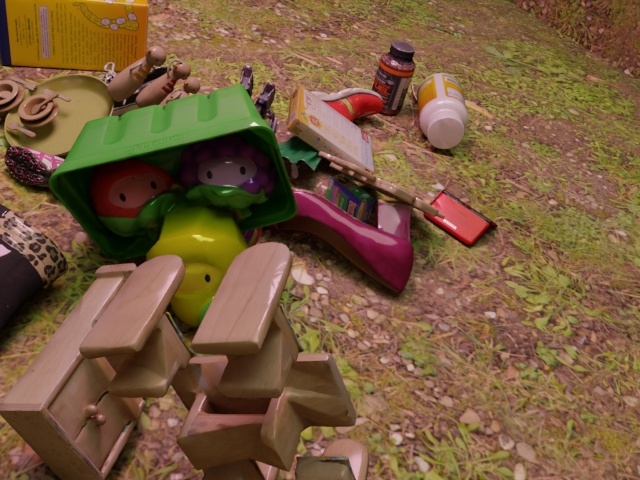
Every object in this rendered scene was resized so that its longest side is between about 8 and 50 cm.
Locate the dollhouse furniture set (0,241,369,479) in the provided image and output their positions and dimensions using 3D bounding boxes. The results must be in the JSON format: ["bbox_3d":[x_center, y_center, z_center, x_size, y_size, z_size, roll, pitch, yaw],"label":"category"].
[{"bbox_3d":[-0.151,0.166,0.781,0.395,0.362,0.256,-6,37,20],"label":"dollhouse furniture set"}]

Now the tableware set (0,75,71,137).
[{"bbox_3d":[-0.652,-0.304,1.301,0.194,0.039,0.128,22,63,20],"label":"tableware set"}]

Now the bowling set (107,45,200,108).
[{"bbox_3d":[-0.323,-0.303,1.380,0.199,0.154,0.287,54,13,3],"label":"bowling set"}]

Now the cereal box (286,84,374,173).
[{"bbox_3d":[0.028,-0.267,1.495,0.240,0.047,0.173,33,34,-23],"label":"cereal box"}]

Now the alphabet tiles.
[{"bbox_3d":[0.134,-0.118,1.331,0.278,0.021,0.284,25,5,-31],"label":"alphabet tiles"}]

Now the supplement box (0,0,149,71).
[{"bbox_3d":[-0.648,-0.582,1.581,0.357,0.195,0.194,-3,44,-23],"label":"supplement box"}]

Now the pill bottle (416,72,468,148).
[{"bbox_3d":[0.350,-0.369,1.730,0.137,0.136,0.245,13,40,-5],"label":"pill bottle"}]

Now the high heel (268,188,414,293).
[{"bbox_3d":[0.000,0.000,1.222,0.378,0.127,0.181,4,75,10],"label":"high heel"}]

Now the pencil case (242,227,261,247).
[{"bbox_3d":[-0.223,-0.054,1.192,0.236,0.104,0.104,25,40,12],"label":"pencil case"}]

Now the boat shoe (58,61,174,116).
[{"bbox_3d":[-0.491,-0.364,1.452,0.306,0.104,0.113,-17,51,-34],"label":"boat shoe"}]

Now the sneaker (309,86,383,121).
[{"bbox_3d":[0.058,-0.339,1.647,0.279,0.107,0.118,-13,67,-27],"label":"sneaker"}]

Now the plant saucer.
[{"bbox_3d":[-0.561,-0.266,1.312,0.241,0.037,0.240,-3,58,5],"label":"plant saucer"}]

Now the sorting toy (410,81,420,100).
[{"bbox_3d":[0.323,-0.456,1.900,0.083,0.044,0.075,7,48,-12],"label":"sorting toy"}]

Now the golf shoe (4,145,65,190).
[{"bbox_3d":[-0.546,-0.138,1.215,0.186,0.067,0.086,25,16,7],"label":"golf shoe"}]

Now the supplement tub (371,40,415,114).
[{"bbox_3d":[0.213,-0.476,1.757,0.106,0.197,0.106,9,39,-8],"label":"supplement tub"}]

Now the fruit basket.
[{"bbox_3d":[-0.226,-0.043,1.017,0.393,0.283,0.391,-5,54,8],"label":"fruit basket"}]

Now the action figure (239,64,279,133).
[{"bbox_3d":[-0.193,-0.323,1.520,0.186,0.099,0.285,21,43,-9],"label":"action figure"}]

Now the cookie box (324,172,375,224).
[{"bbox_3d":[0.061,-0.083,1.333,0.040,0.091,0.107,-28,56,-38],"label":"cookie box"}]

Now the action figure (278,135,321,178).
[{"bbox_3d":[-0.035,-0.220,1.481,0.137,0.063,0.232,25,33,12],"label":"action figure"}]

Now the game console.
[{"bbox_3d":[0.339,-0.050,1.453,0.144,0.085,0.124,38,75,24],"label":"game console"}]

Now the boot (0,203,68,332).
[{"bbox_3d":[-0.614,0.043,0.912,0.378,0.138,0.284,26,41,5],"label":"boot"}]
